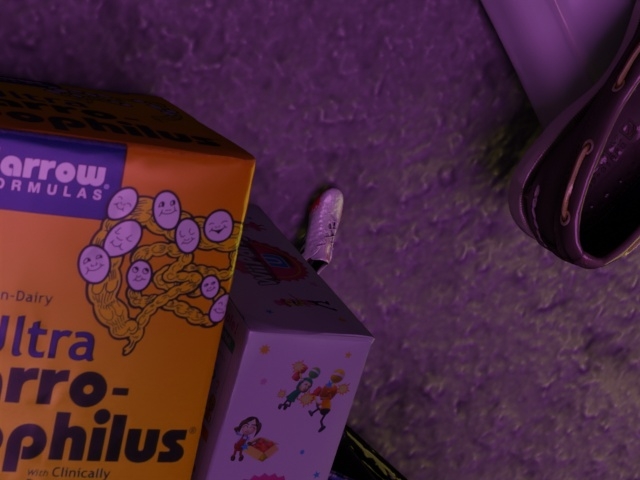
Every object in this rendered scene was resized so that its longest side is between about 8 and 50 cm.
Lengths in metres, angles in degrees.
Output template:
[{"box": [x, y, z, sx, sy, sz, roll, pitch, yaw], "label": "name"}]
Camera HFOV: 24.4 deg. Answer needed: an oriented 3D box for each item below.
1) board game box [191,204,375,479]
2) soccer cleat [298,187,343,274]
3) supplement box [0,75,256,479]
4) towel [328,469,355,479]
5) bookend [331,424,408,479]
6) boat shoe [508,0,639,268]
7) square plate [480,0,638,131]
[{"box": [-0.085, 0.150, 1.064, 0.097, 0.224, 0.303, 6, 112, -26], "label": "board game box"}, {"box": [0.000, 0.000, 1.143, 0.029, 0.035, 0.083, 16, 106, -30], "label": "soccer cleat"}, {"box": [-0.195, 0.082, 0.972, 0.194, 0.195, 0.357, 5, 104, -27], "label": "supplement box"}, {"box": [0.048, 0.299, 1.168, 0.040, 0.336, 0.243, -31, 132, -52], "label": "towel"}, {"box": [0.067, 0.250, 1.225, 0.072, 0.156, 0.157, -45, 123, 0], "label": "bookend"}, {"box": [0.268, -0.121, 1.089, 0.116, 0.097, 0.324, 35, 96, -26], "label": "boat shoe"}, {"box": [0.303, -0.212, 1.149, 0.347, 0.049, 0.344, -33, 116, -4], "label": "square plate"}]
